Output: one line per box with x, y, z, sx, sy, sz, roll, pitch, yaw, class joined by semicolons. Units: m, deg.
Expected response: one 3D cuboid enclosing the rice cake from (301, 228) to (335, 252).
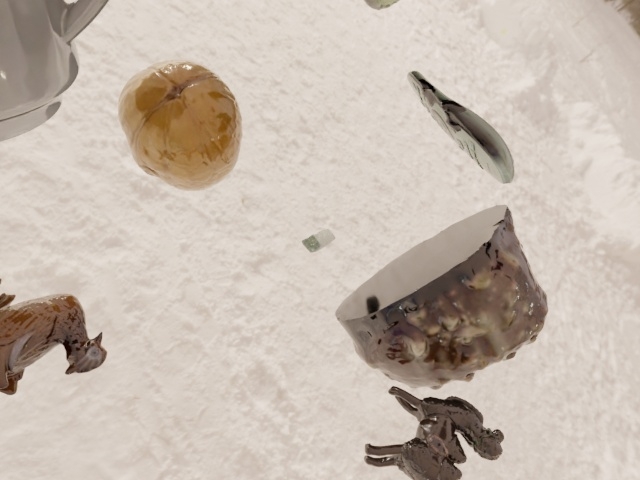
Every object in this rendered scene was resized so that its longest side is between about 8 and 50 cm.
-0.001;-0.001;0.879;0.033;0.029;0.170;52;14;3;rice cake

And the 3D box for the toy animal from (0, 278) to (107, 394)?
-0.395;0.147;0.580;0.179;0.089;0.188;39;59;5;toy animal

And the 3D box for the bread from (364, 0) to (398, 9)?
0.182;-0.556;0.701;0.129;0.366;0.382;54;26;4;bread

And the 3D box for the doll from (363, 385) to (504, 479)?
0.156;0.264;0.594;0.139;0.165;0.057;-53;148;-45;doll

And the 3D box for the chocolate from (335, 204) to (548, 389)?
0.216;0.120;0.738;0.210;0.339;0.225;55;11;-9;chocolate

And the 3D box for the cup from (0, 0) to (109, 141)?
-0.292;-0.256;0.329;0.322;0.327;0.237;-4;41;-15;cup

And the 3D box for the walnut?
-0.219;-0.176;0.701;0.192;0.225;0.194;3;80;-19;walnut

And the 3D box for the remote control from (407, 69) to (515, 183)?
0.205;-0.178;0.657;0.097;0.045;0.256;37;18;-55;remote control
